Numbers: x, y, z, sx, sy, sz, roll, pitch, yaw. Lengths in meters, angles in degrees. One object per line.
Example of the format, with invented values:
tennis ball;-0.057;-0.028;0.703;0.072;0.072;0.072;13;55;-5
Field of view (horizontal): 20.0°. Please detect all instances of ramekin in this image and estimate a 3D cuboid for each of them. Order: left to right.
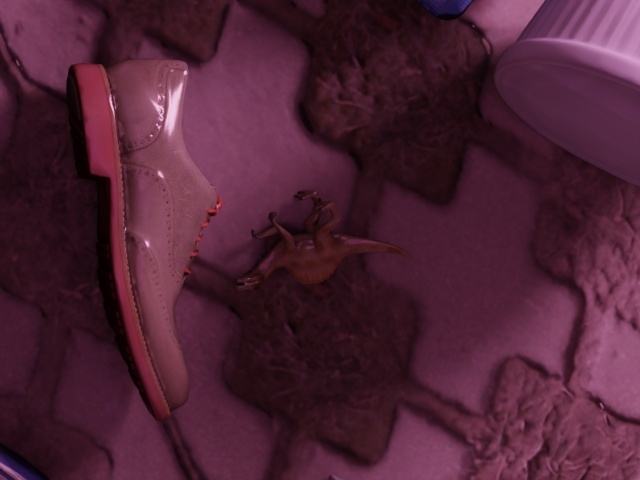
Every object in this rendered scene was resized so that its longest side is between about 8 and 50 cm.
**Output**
ramekin;0.310;-0.154;1.720;0.273;0.273;0.127;30;80;-14

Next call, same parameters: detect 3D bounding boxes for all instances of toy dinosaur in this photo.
toy dinosaur;0.000;0.000;1.793;0.183;0.053;0.093;-12;116;-2

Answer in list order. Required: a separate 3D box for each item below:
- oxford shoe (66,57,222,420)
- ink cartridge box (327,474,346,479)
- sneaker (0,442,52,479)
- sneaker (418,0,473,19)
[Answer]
oxford shoe;-0.149;-0.003;1.720;0.130;0.123;0.348;-11;101;-15
ink cartridge box;0.098;0.320;1.799;0.203;0.148;0.086;23;92;-13
sneaker;-0.273;0.352;1.742;0.182;0.127;0.315;-43;105;-5
sneaker;0.206;-0.336;1.753;0.330;0.130;0.147;-37;120;-4
